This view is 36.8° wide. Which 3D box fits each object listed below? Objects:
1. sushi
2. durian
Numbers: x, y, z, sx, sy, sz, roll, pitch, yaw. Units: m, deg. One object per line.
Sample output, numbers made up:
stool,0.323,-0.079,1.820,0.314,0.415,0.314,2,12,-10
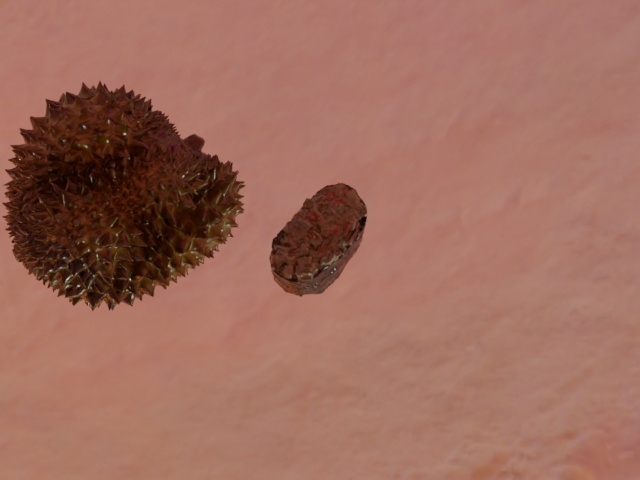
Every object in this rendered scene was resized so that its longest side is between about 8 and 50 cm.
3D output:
sushi,0.000,0.000,1.225,0.091,0.150,0.078,35,162,20
durian,-0.149,-0.033,0.690,0.168,0.137,0.158,-35,75,-4
